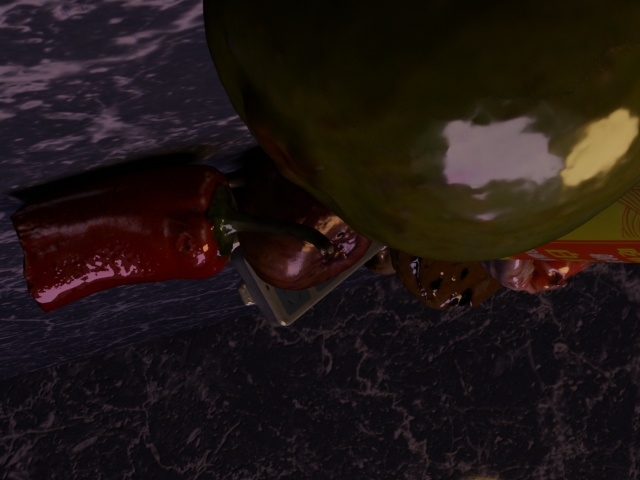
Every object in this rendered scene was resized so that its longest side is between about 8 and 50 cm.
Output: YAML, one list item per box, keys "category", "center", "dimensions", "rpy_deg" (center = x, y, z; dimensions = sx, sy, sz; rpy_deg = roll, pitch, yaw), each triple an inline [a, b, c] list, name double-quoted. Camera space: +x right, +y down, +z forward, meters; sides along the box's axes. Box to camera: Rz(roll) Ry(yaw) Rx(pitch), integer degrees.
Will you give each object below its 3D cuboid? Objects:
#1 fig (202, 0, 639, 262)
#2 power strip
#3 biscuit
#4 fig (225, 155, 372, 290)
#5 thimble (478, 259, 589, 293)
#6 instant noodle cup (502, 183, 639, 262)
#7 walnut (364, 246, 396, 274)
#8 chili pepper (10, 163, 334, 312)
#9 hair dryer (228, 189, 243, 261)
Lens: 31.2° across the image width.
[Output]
- category: "fig"
  center: [0.103, -0.139, 0.600]
  dimensions: [0.326, 0.258, 0.258]
  rpy_deg: [-31, 173, -5]
- category: "power strip"
  center: [0.000, 0.000, 1.499]
  dimensions: [0.270, 0.118, 0.046]
  rpy_deg: [-38, -165, -32]
- category: "biscuit"
  center: [0.206, -0.033, 1.595]
  dimensions: [0.296, 0.296, 0.075]
  rpy_deg: [-8, -148, -44]
- category: "fig"
  center: [-0.035, -0.047, 1.376]
  dimensions: [0.175, 0.207, 0.175]
  rpy_deg: [-21, 136, -22]
- category: "thimble"
  center: [0.282, -0.056, 1.438]
  dimensions: [0.239, 0.162, 0.239]
  rpy_deg: [-27, 146, -20]
- category: "instant noodle cup"
  center: [0.210, -0.107, 0.875]
  dimensions: [0.221, 0.311, 0.311]
  rpy_deg: [-10, 178, 41]
- category: "walnut"
  center: [0.102, -0.025, 1.694]
  dimensions: [0.155, 0.155, 0.184]
  rpy_deg: [-12, 175, -19]
- category: "chili pepper"
  center: [-0.159, -0.020, 1.265]
  dimensions: [0.338, 0.135, 0.131]
  rpy_deg: [-12, -173, 5]
- category: "hair dryer"
  center: [-0.101, -0.021, 1.630]
  dimensions: [0.134, 0.090, 0.278]
  rpy_deg: [-19, 178, 9]
